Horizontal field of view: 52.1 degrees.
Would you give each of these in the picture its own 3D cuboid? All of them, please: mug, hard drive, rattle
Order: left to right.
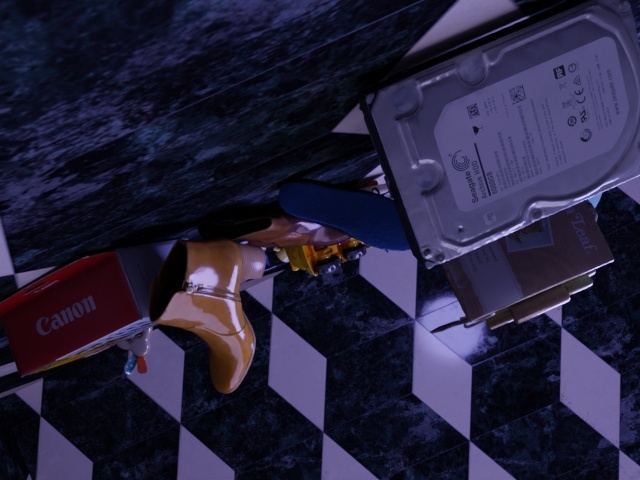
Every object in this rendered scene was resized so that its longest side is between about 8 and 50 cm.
[{"bbox_3d":[-0.530,0.288,1.913,0.130,0.200,0.143,-23,175,-11],"label":"rattle"},{"bbox_3d":[-0.100,0.027,2.021,0.064,0.062,0.078,-37,175,34],"label":"mug"},{"bbox_3d":[0.239,-0.137,0.808,0.338,0.237,0.064,-23,-161,-3],"label":"hard drive"}]

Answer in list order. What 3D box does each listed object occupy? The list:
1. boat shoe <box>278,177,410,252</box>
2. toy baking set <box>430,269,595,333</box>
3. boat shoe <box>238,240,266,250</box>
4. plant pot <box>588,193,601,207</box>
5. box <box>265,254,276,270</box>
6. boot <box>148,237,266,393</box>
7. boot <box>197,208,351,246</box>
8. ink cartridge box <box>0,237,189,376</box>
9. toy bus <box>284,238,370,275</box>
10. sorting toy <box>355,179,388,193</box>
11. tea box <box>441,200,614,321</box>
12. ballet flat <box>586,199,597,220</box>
[{"bbox_3d":[0.058,-0.061,1.151,0.089,0.258,0.109,-72,-174,-76],"label":"boat shoe"},{"bbox_3d":[0.302,0.104,1.023,0.256,0.030,0.197,-24,175,-3],"label":"toy baking set"},{"bbox_3d":[-0.165,0.017,1.673,0.137,0.043,0.049,-19,171,-45],"label":"boat shoe"},{"bbox_3d":[0.505,-0.164,1.623,0.235,0.293,0.293,-6,167,-29],"label":"plant pot"},{"bbox_3d":[-0.229,0.072,1.680,0.136,0.037,0.225,-20,-169,-40],"label":"box"},{"bbox_3d":[-0.206,0.136,1.118,0.104,0.295,0.211,20,-168,36],"label":"boot"},{"bbox_3d":[-0.057,-0.040,1.244,0.264,0.096,0.280,-2,177,15],"label":"boot"},{"bbox_3d":[-0.404,0.123,1.164,0.309,0.130,0.272,-26,174,24],"label":"ink cartridge box"},{"bbox_3d":[0.000,0.000,1.803,0.220,0.150,0.211,-24,-171,-30],"label":"toy bus"},{"bbox_3d":[0.021,-0.086,1.505,0.307,0.041,0.229,-15,175,-45],"label":"sorting toy"},{"bbox_3d":[0.262,-0.074,1.053,0.219,0.329,0.323,-25,174,9],"label":"tea box"},{"bbox_3d":[0.363,-0.116,1.363,0.164,0.182,0.483,-42,-157,0],"label":"ballet flat"}]
